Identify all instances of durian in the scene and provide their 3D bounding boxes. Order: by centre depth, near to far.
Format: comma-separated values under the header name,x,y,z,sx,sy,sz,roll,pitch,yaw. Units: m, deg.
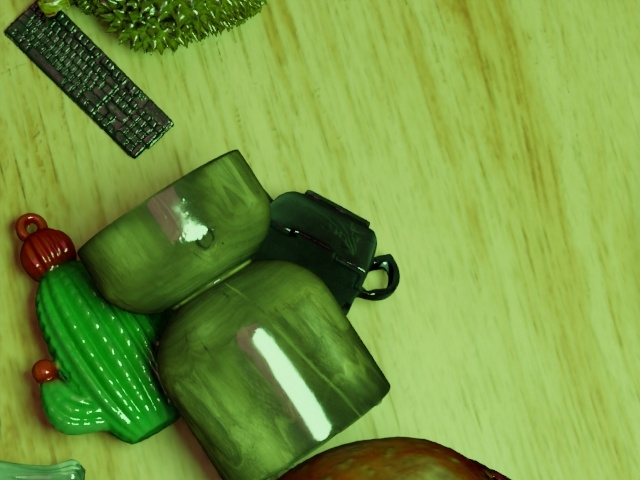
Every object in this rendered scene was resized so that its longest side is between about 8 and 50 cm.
name,x,y,z,sx,sy,sz,roll,pitch,yaw
durian,-0.168,-0.283,1.535,0.237,0.138,0.193,-24,80,-14

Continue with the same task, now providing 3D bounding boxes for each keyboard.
name,x,y,z,sx,sy,sz,roll,pitch,yaw
keyboard,-0.236,-0.168,1.574,0.195,0.018,0.060,44,80,7

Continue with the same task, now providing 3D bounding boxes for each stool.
name,x,y,z,sx,sy,sz,roll,pitch,yaw
stool,-0.078,0.074,1.409,0.179,0.179,0.264,-32,90,-11

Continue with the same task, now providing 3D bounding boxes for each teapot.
name,x,y,z,sx,sy,sz,roll,pitch,yaw
teapot,0.000,0.000,1.523,0.177,0.087,0.096,28,47,4

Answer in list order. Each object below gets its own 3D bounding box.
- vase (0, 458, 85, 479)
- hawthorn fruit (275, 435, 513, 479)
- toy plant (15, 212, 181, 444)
name,x,y,z,sx,sy,sz,roll,pitch,yaw
vase,-0.297,0.231,1.448,0.149,0.081,0.081,6,76,-7
hawthorn fruit,0.051,0.316,1.346,0.316,0.316,0.316,1,77,-4
toy plant,-0.206,0.080,1.485,0.154,0.088,0.240,-3,67,-17
